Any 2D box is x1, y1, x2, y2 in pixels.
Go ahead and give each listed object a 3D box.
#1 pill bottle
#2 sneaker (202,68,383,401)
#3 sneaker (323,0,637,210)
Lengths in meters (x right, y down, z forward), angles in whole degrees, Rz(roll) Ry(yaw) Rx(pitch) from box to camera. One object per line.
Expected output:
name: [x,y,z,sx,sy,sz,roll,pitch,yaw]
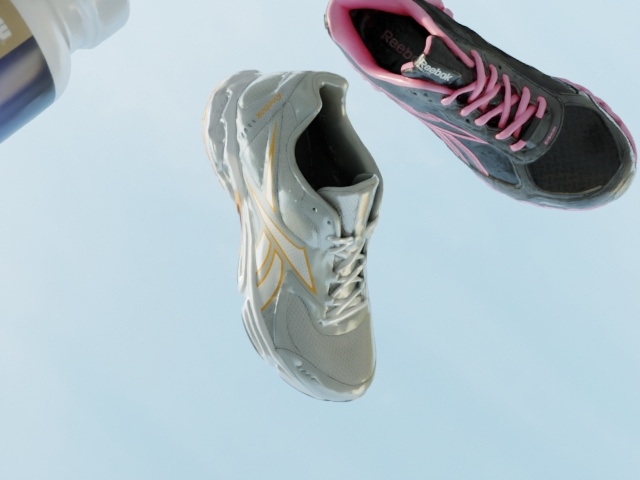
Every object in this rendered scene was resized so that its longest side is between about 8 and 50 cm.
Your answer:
pill bottle: [-0.266,-0.124,0.758,0.153,0.153,0.265,44,-112,9]
sneaker: [0.000,0.000,0.820,0.099,0.121,0.262,-28,-73,-39]
sneaker: [0.049,-0.049,0.370,0.119,0.057,0.047,34,-80,14]
